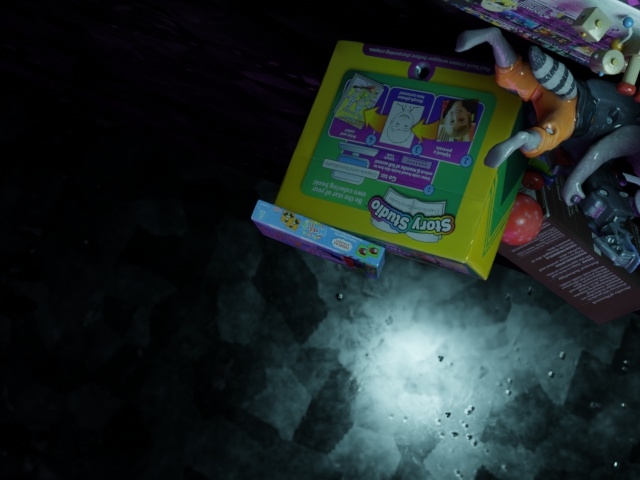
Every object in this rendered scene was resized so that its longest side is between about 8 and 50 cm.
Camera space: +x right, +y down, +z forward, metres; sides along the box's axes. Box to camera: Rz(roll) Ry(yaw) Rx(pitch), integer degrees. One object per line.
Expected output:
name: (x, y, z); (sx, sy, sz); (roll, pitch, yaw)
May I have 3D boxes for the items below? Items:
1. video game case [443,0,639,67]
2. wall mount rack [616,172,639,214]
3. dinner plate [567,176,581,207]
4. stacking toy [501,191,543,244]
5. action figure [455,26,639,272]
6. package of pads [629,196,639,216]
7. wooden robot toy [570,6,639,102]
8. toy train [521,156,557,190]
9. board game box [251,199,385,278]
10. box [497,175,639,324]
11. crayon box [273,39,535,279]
video game case: (0.278, -0.281, 1.216); (0.232, 0.041, 0.210); (21, 173, -11)
wall mount rack: (0.597, -0.063, 1.794); (0.304, 0.130, 0.350); (55, 166, -9)
dinner plate: (0.486, -0.088, 1.894); (0.017, 0.141, 0.141); (-30, 142, 31)
stacking toy: (0.268, -0.082, 1.820); (0.141, 0.141, 0.330); (24, -170, -33)
action figure: (0.360, -0.138, 1.386); (0.330, 0.178, 0.341); (8, -134, -34)
package of pads: (0.603, -0.071, 2.075); (0.050, 0.032, 0.083); (25, 172, -38)
wooden robot toy: (0.347, -0.203, 1.179); (0.173, 0.076, 0.079); (22, -177, -20)
toy train: (0.302, -0.197, 1.721); (0.248, 0.105, 0.143); (29, 159, 8)
board game box: (0.000, 0.000, 1.668); (0.211, 0.039, 0.160); (22, 173, 7)
box: (0.472, -0.009, 1.962); (0.143, 0.191, 0.381); (-28, 136, 33)
crayon box: (0.142, -0.138, 1.654); (0.363, 0.313, 0.106); (17, 173, 33)
